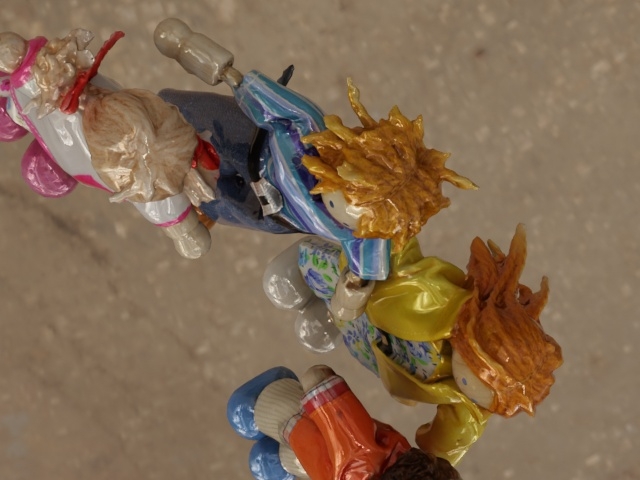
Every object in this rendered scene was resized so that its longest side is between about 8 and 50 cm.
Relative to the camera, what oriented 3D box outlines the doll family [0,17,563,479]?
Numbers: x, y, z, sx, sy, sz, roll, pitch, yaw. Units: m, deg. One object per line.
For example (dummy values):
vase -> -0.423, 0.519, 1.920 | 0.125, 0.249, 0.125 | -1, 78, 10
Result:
doll family -> 0.000, 0.000, 0.597 | 0.118, 0.163, 0.263 | -44, 115, -16
